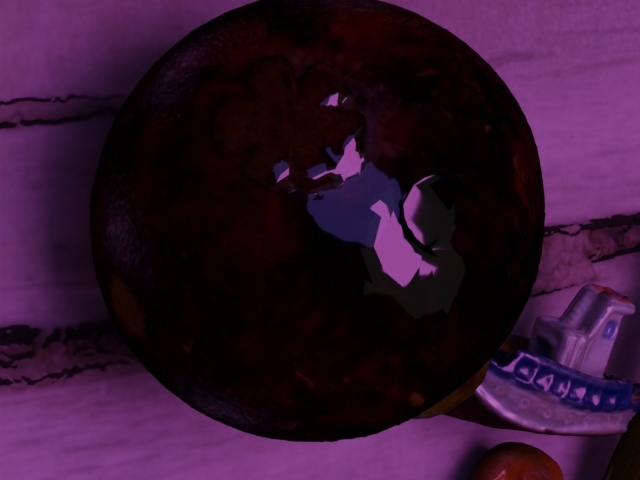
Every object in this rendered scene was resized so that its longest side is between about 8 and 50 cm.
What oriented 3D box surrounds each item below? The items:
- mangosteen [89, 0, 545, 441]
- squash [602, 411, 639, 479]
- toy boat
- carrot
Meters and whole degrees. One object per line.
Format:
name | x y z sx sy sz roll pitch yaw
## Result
mangosteen | 0.000 0.000 1.320 0.306 0.306 0.359 -58 163 -21
squash | 0.296 0.155 1.643 0.071 0.080 0.318 21 88 -6
toy boat | 0.172 0.088 1.547 0.262 0.114 0.115 8 100 -34
carrot | 0.131 0.255 1.547 0.087 0.087 0.193 41 67 -32
